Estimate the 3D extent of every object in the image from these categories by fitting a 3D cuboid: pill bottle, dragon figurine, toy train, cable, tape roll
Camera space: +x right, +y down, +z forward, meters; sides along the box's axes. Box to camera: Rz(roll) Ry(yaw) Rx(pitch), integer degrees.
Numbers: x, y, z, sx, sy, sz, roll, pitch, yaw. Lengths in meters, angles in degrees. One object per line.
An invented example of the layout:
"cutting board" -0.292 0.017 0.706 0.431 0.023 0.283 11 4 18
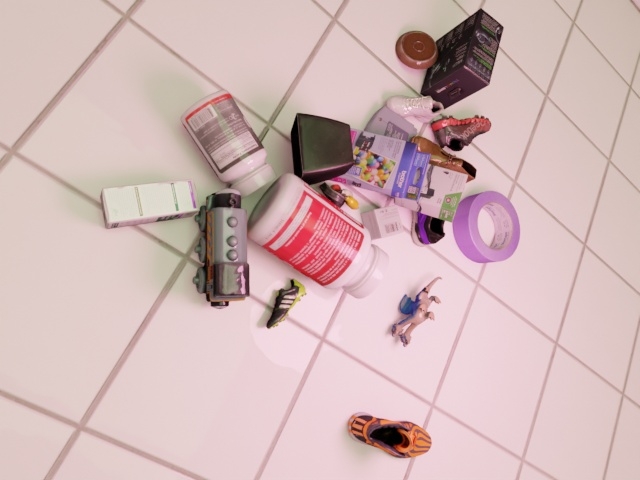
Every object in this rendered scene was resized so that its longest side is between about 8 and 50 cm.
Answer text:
"pill bottle" -0.257 -0.269 1.377 0.161 0.161 0.283 -38 101 -27
"dragon figurine" 0.332 0.229 1.658 0.085 0.144 0.289 40 48 -15
"toy train" -0.263 0.021 1.316 0.142 0.190 0.333 4 81 -28
"cable" 0.049 -0.155 1.480 0.139 0.287 0.072 42 92 11
"tape roll" 0.647 -0.051 1.861 0.275 0.090 0.274 4 81 -28
"pill bottle" 0.000 0.000 1.435 0.408 0.229 0.229 35 69 -19

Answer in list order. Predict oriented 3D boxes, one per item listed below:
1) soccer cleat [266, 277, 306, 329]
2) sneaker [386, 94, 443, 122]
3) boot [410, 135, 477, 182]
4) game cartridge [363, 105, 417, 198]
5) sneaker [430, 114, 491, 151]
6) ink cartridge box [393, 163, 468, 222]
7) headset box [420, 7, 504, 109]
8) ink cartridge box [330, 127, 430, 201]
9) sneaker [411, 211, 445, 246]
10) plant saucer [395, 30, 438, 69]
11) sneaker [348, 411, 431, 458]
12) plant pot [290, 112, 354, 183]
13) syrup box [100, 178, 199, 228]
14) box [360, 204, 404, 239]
"soccer cleat" -0.116 0.191 1.450 0.072 0.060 0.179 44 59 -5
"sneaker" 0.352 -0.499 1.753 0.232 0.115 0.090 -1 84 -28
"boot" 0.457 -0.301 1.760 0.305 0.115 0.112 27 74 -30
"game cartridge" 0.230 -0.318 1.701 0.196 0.060 0.294 28 71 -25
"sneaker" 0.555 -0.413 1.859 0.276 0.098 0.135 -9 87 -26
"ink cartridge box" 0.369 -0.170 1.616 0.208 0.087 0.153 18 70 14
"headset box" 0.524 -0.663 1.792 0.131 0.246 0.283 26 71 -22
"ink cartridge box" 0.194 -0.254 1.579 0.311 0.065 0.185 16 75 8
"sneaker" 0.395 -0.130 1.707 0.102 0.146 0.293 -5 85 -28
"plant saucer" 0.368 -0.727 1.810 0.168 0.029 0.168 1 77 -6
"sneaker" 0.256 0.635 1.508 0.321 0.180 0.124 20 74 -24
"plant pot" 0.005 -0.277 1.477 0.167 0.187 0.188 -6 85 -11
"syrup box" -0.456 -0.099 1.286 0.237 0.093 0.096 -10 87 -29
"box" 0.210 -0.060 1.634 0.101 0.087 0.102 -14 89 -29
